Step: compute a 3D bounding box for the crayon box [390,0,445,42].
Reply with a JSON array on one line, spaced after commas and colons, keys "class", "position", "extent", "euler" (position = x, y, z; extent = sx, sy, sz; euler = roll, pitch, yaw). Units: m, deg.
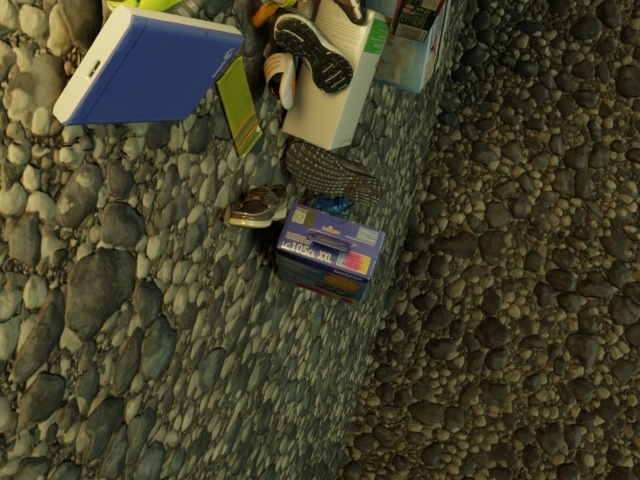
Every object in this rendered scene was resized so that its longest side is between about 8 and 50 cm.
[{"class": "crayon box", "position": [0.273, -0.698, 1.629], "extent": [0.363, 0.106, 0.313], "euler": [-68, 172, -88]}]

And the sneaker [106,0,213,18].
[{"class": "sneaker", "position": [-0.260, -0.407, 1.150], "extent": [0.300, 0.111, 0.121], "euler": [-43, 154, -46]}]

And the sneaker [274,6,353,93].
[{"class": "sneaker", "position": [-0.012, -0.457, 1.577], "extent": [0.271, 0.100, 0.108], "euler": [40, 27, -44]}]

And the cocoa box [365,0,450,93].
[{"class": "cocoa box", "position": [0.272, -0.694, 2.127], "extent": [0.228, 0.231, 0.347], "euler": [-56, 158, -45]}]

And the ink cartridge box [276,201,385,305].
[{"class": "ink cartridge box", "position": [0.023, 0.039, 1.866], "extent": [0.395, 0.269, 0.151], "euler": [95, 13, -70]}]

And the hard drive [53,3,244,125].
[{"class": "hard drive", "position": [-0.276, -0.284, 1.118], "extent": [0.210, 0.040, 0.318], "euler": [-47, 171, 24]}]

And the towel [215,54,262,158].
[{"class": "towel", "position": [-0.184, -0.303, 1.529], "extent": [0.237, 0.021, 0.102], "euler": [79, 32, -52]}]

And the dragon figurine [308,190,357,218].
[{"class": "dragon figurine", "position": [0.041, -0.089, 2.046], "extent": [0.085, 0.288, 0.144], "euler": [119, -30, -58]}]

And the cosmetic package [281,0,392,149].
[{"class": "cosmetic package", "position": [0.044, -0.443, 1.772], "extent": [0.197, 0.155, 0.366], "euler": [-34, 144, -65]}]

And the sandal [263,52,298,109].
[{"class": "sandal", "position": [-0.098, -0.415, 1.616], "extent": [0.102, 0.076, 0.265], "euler": [90, 4, -47]}]

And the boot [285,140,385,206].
[{"class": "boot", "position": [0.017, -0.215, 1.965], "extent": [0.118, 0.338, 0.223], "euler": [-57, -151, 13]}]

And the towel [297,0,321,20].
[{"class": "towel", "position": [0.013, -0.681, 1.739], "extent": [0.282, 0.049, 0.187], "euler": [-40, 140, -56]}]

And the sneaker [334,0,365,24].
[{"class": "sneaker", "position": [-0.004, -0.620, 1.547], "extent": [0.106, 0.162, 0.281], "euler": [-78, 148, -48]}]

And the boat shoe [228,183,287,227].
[{"class": "boat shoe", "position": [-0.152, -0.091, 1.674], "extent": [0.285, 0.102, 0.093], "euler": [-29, 127, -69]}]

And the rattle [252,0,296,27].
[{"class": "rattle", "position": [-0.140, -0.584, 1.428], "extent": [0.199, 0.142, 0.130], "euler": [44, 65, -27]}]
